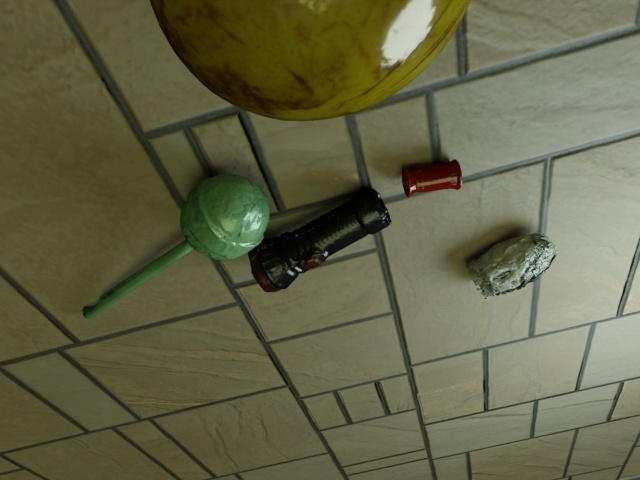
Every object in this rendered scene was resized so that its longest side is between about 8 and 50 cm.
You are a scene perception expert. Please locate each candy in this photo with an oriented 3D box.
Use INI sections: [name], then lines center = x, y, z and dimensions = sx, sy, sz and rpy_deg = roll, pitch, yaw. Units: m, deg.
[candy]
center = -0.252, 0.039, 0.735
dimensions = 0.440, 0.119, 0.119
rpy_deg = -31, 129, 28

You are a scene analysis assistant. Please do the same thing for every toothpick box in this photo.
[toothpick box]
center = 0.164, -0.093, 0.698
dimensions = 0.083, 0.047, 0.047
rpy_deg = -8, 133, 0

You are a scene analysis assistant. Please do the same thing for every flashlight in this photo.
[flashlight]
center = 0.000, 0.000, 0.733
dimensions = 0.232, 0.093, 0.093
rpy_deg = -27, 130, 15

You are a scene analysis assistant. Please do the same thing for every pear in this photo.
[pear]
center = -0.004, -0.240, 0.390
dimensions = 0.281, 0.280, 0.280
rpy_deg = -4, 132, -5

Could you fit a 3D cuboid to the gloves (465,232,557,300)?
[gloves]
center = 0.349, 0.049, 0.837
dimensions = 0.153, 0.070, 0.114
rpy_deg = -33, 128, 18
